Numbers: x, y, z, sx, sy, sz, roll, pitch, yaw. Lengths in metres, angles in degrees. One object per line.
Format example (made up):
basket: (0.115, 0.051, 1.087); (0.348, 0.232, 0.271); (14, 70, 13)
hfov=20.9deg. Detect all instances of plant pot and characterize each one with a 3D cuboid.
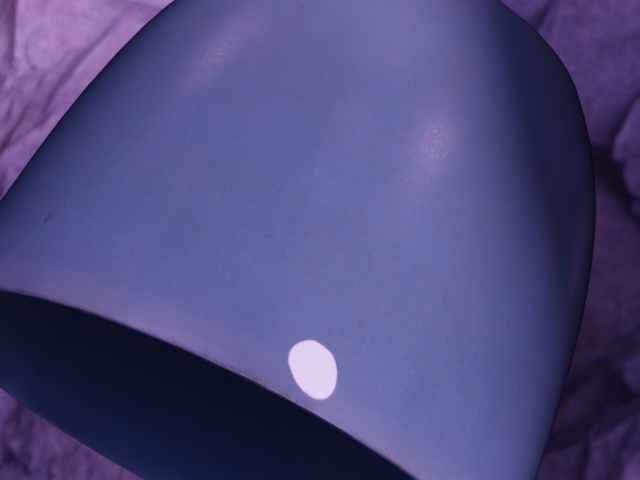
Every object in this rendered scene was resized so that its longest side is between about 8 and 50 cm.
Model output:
plant pot: (0.000, 0.000, 0.838); (0.293, 0.293, 0.235); (18, 68, 23)
